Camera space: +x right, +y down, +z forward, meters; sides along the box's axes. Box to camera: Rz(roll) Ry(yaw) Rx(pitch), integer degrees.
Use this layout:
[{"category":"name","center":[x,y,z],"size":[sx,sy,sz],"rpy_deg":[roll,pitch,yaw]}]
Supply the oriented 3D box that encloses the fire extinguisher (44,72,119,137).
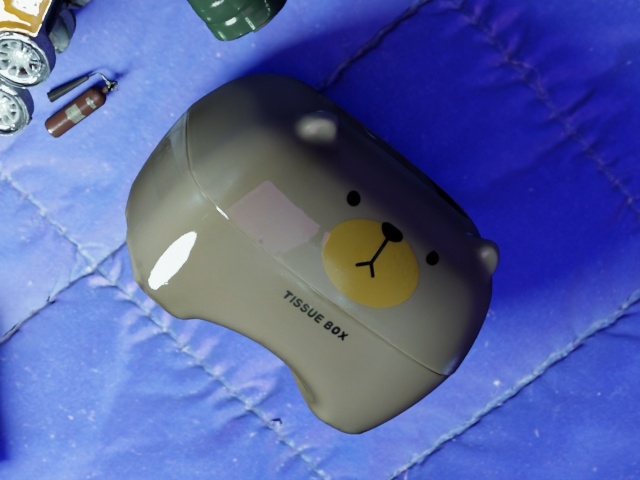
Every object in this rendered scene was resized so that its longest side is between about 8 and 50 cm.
[{"category":"fire extinguisher","center":[-0.265,-0.158,1.964],"size":[0.100,0.032,0.046],"rpy_deg":[-35,84,13]}]

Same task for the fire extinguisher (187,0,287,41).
[{"category":"fire extinguisher","center":[-0.162,-0.342,1.824],"size":[0.114,0.095,0.311],"rpy_deg":[-32,118,9]}]

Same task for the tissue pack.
[{"category":"tissue pack","center":[0.000,0.000,1.943],"size":[0.387,0.267,0.277],"rpy_deg":[39,107,-23]}]

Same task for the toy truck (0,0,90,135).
[{"category":"toy truck","center":[-0.316,-0.286,1.741],"size":[0.207,0.173,0.387],"rpy_deg":[26,133,-8]}]
